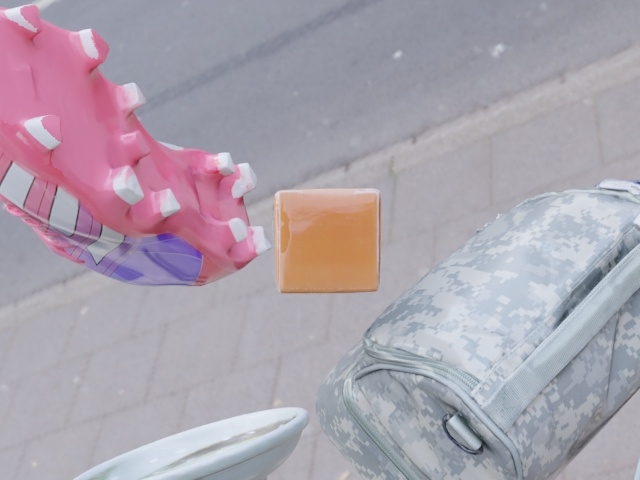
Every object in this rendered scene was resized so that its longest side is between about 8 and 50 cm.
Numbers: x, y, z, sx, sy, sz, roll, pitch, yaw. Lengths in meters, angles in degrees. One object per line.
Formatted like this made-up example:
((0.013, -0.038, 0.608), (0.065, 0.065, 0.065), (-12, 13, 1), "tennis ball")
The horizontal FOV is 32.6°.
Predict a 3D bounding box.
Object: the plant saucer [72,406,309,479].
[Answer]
((-0.198, 0.371, 1.727), (0.400, 0.100, 0.400), (-17, -1, 0), "plant saucer")

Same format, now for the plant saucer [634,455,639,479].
((0.452, 0.313, 1.329), (0.044, 0.317, 0.317), (5, 53, 43), "plant saucer")

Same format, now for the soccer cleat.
((-0.104, -0.023, 0.477), (0.095, 0.248, 0.083), (-20, 73, 15), "soccer cleat")

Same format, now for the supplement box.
((0.000, 0.000, 0.877), (0.078, 0.080, 0.233), (-1, 2, -2), "supplement box")

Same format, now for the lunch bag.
((0.176, 0.097, 0.957), (0.305, 0.212, 0.256), (-39, -3, -28), "lunch bag")
